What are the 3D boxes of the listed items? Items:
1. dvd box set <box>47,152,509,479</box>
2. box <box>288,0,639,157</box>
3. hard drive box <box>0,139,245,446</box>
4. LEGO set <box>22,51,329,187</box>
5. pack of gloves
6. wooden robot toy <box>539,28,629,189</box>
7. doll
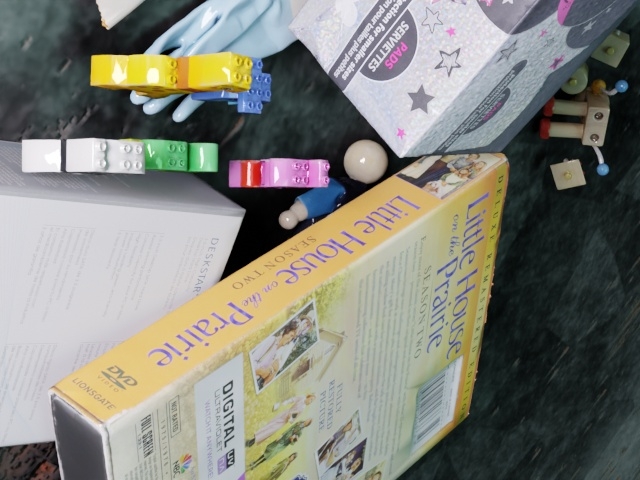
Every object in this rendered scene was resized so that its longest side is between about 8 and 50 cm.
[{"bbox_3d":[-0.012,0.129,0.876,0.420,0.062,0.307,-33,140,-36],"label":"dvd box set"},{"bbox_3d":[0.127,-0.188,0.770,0.247,0.142,0.163,-50,158,28],"label":"box"},{"bbox_3d":[-0.184,0.036,0.720,0.232,0.089,0.181,5,112,-48],"label":"hard drive box"},{"bbox_3d":[-0.068,-0.080,0.707,0.227,0.093,0.087,-1,92,-53],"label":"LEGO set"},{"bbox_3d":[-0.057,-0.198,0.746,0.232,0.046,0.195,-37,150,-19],"label":"pack of gloves"},{"bbox_3d":[0.264,-0.141,1.119,0.079,0.076,0.173,-65,163,-56],"label":"wooden robot toy"},{"bbox_3d":[0.000,0.000,0.929,0.189,0.046,0.129,-58,143,2],"label":"doll"}]
